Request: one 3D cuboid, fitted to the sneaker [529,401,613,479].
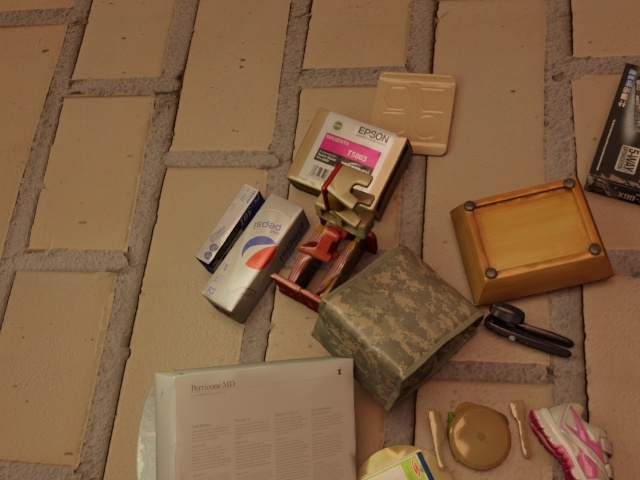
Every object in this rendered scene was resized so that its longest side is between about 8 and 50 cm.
[{"bbox_3d":[0.500,0.405,1.345,0.111,0.103,0.252,-27,69,-5],"label":"sneaker"}]

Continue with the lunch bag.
[{"bbox_3d":[0.164,0.161,1.480,0.287,0.169,0.235,-33,63,-31],"label":"lunch bag"}]

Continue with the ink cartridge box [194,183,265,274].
[{"bbox_3d":[-0.201,-0.021,1.677,0.046,0.097,0.207,27,74,21],"label":"ink cartridge box"}]

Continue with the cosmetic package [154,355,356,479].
[{"bbox_3d":[-0.108,0.367,1.320,0.097,0.377,0.285,-3,86,55],"label":"cosmetic package"}]

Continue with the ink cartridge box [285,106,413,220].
[{"bbox_3d":[0.067,-0.178,1.685,0.234,0.088,0.193,22,83,20],"label":"ink cartridge box"}]

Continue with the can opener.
[{"bbox_3d":[0.423,0.191,1.481,0.186,0.073,0.059,27,66,11],"label":"can opener"}]

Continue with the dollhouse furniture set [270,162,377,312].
[{"bbox_3d":[0.000,0.000,1.478,0.152,0.374,0.201,28,73,16],"label":"dollhouse furniture set"}]

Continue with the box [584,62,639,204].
[{"bbox_3d":[0.742,-0.219,1.585,0.242,0.076,0.308,19,71,18],"label":"box"}]

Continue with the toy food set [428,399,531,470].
[{"bbox_3d":[0.312,0.384,1.433,0.192,0.038,0.132,-5,70,-3],"label":"toy food set"}]

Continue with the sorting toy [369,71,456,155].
[{"bbox_3d":[0.221,-0.305,1.755,0.193,0.038,0.208,6,73,14],"label":"sorting toy"}]

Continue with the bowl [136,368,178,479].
[{"bbox_3d":[-0.246,0.407,1.447,0.156,0.289,0.290,10,61,-30],"label":"bowl"}]

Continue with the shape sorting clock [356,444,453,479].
[{"bbox_3d":[0.162,0.502,1.403,0.206,0.040,0.206,-2,75,9],"label":"shape sorting clock"}]

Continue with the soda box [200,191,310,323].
[{"bbox_3d":[-0.142,0.039,1.640,0.091,0.098,0.286,29,74,21],"label":"soda box"}]

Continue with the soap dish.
[{"bbox_3d":[0.440,-0.005,1.529,0.290,0.118,0.229,-13,65,7],"label":"soap dish"}]
